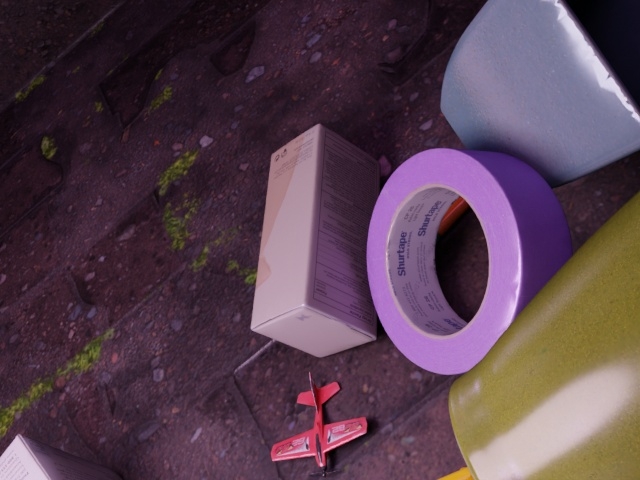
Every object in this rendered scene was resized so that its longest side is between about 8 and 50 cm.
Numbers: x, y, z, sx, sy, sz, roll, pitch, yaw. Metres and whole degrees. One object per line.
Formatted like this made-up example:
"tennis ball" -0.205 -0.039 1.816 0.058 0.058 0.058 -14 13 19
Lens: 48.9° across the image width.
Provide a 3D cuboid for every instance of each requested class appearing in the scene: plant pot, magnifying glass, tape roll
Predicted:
"plant pot" 0.303 -0.195 0.896 0.248 0.247 0.252 58 140 7
"plant pot" 0.324 0.141 0.655 0.353 0.366 0.366 -39 47 19
"magnifying glass" 0.153 0.003 1.051 0.231 0.026 0.092 -47 47 1
"tape roll" 0.173 0.024 0.878 0.275 0.090 0.275 1 91 57

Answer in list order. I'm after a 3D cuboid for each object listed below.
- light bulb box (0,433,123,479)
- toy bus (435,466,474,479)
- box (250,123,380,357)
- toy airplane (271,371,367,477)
"light bulb box" -0.355 0.519 0.905 0.361 0.225 0.358 29 79 41
"toy bus" 0.167 0.333 0.698 0.149 0.211 0.220 -28 51 13
"box" 0.000 0.000 1.053 0.121 0.148 0.311 -26 46 40
"toy airplane" -0.004 0.257 0.981 0.151 0.028 0.151 -16 53 22
